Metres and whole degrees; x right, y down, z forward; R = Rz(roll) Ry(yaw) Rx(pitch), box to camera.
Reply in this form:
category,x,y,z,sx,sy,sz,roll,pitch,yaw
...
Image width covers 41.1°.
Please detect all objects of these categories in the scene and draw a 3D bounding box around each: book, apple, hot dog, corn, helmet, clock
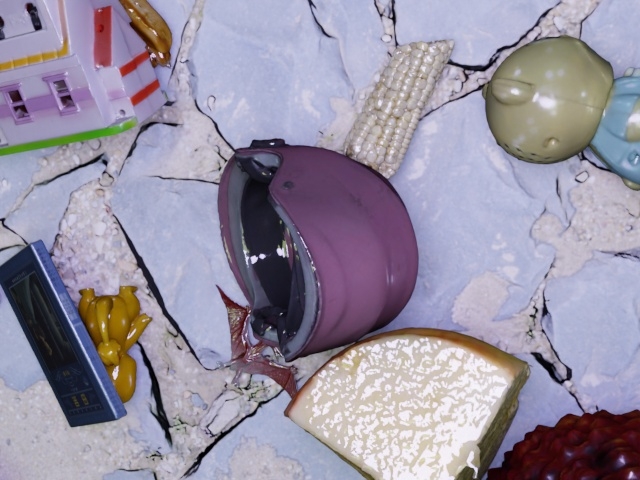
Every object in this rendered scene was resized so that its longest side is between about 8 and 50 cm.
category,x,y,z,sx,sy,sz,roll,pitch,yaw
book,-0.379,0.141,1.227,0.191,0.025,0.269,-21,95,53
apple,0.124,0.249,1.093,0.314,0.309,0.252,-14,71,7
hot dog,-0.287,-0.327,1.182,0.092,0.062,0.236,-37,96,26
corn,0.098,-0.181,1.129,0.087,0.087,0.211,24,100,5
helmet,0.000,0.000,1.090,0.197,0.338,0.271,-11,106,-17
clock,-0.363,-0.288,1.100,0.235,0.166,0.309,-6,118,23

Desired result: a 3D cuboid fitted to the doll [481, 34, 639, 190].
category,x,y,z,sx,sy,sz,roll,pitch,yaw
doll,0.331,-0.160,1.049,0.260,0.177,0.161,15,100,2

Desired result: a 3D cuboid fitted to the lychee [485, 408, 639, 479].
category,x,y,z,sx,sy,sz,roll,pitch,yaw
lychee,0.350,0.404,1.012,0.500,0.424,0.424,37,104,-27

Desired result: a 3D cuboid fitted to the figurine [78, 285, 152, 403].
category,x,y,z,sx,sy,sz,roll,pitch,yaw
figurine,-0.300,0.155,1.225,0.121,0.122,0.176,-6,102,-9

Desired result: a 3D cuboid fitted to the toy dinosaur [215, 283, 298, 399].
category,x,y,z,sx,sy,sz,roll,pitch,yaw
toy dinosaur,-0.098,0.160,1.240,0.108,0.032,0.220,-36,89,15
